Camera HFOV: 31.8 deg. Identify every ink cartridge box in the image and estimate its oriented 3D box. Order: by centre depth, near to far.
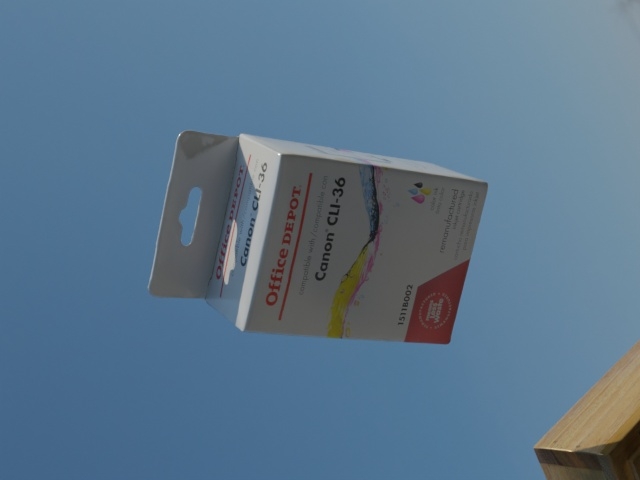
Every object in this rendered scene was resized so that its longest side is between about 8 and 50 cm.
[{"bbox_3d":[0.000,0.000,0.718,0.198,0.067,0.115,5,-78,-30],"label":"ink cartridge box"}]

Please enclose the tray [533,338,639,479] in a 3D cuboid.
[{"bbox_3d":[0.351,0.138,0.916,0.411,0.076,0.203,-35,-73,-34],"label":"tray"}]
